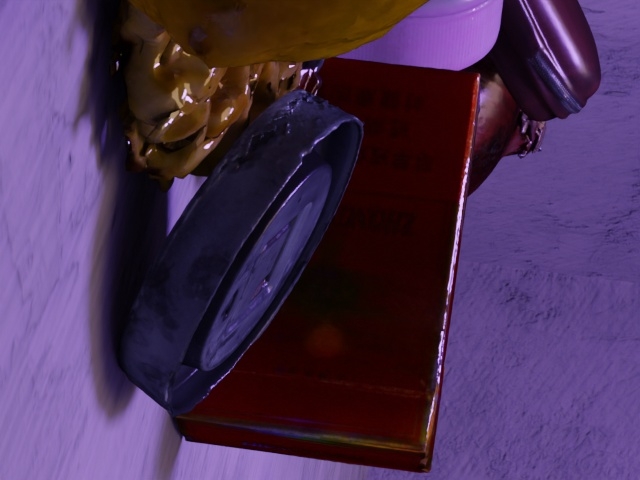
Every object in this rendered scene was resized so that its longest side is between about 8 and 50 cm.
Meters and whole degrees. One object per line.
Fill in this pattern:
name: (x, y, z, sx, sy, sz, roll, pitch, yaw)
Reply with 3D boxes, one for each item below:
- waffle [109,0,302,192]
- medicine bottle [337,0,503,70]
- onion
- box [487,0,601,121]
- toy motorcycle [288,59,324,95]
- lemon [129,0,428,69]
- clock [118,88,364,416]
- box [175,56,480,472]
waffle: (-0.054, -0.216, 1.123, 0.382, 0.095, 0.379, -16, 116, -81)
medicine bottle: (0.095, -0.340, 1.830, 0.202, 0.202, 0.315, -76, 171, -47)
onion: (0.170, -0.178, 2.368, 0.347, 0.286, 0.347, -164, -90, -77)
box: (0.199, -0.327, 2.095, 0.404, 0.108, 0.263, 58, 17, -20)
toy motorcycle: (-0.039, -0.151, 1.375, 0.122, 0.082, 0.213, 110, -19, -68)
lemon: (-0.014, -0.214, 0.794, 0.263, 0.236, 0.236, -61, 179, 12)
clock: (-0.050, 0.007, 1.186, 0.226, 0.049, 0.226, -54, 169, -16)
box: (0.010, 0.013, 1.451, 0.089, 0.198, 0.313, 81, 18, -70)
